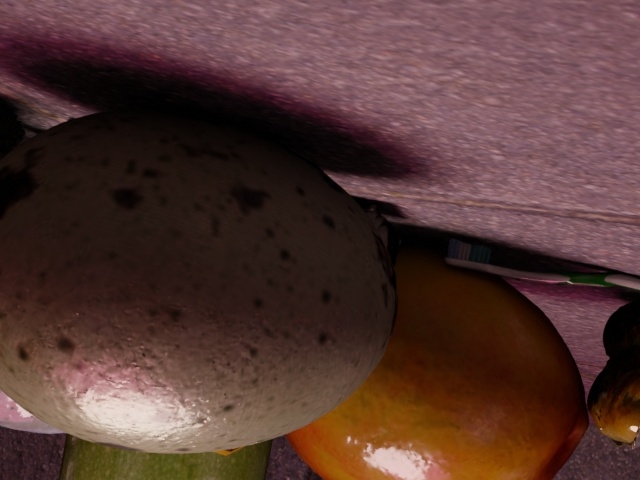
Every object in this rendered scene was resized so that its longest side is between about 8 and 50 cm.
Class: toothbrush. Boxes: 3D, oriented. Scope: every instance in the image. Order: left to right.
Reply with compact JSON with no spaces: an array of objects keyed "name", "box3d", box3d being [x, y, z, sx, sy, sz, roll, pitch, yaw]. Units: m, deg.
[{"name":"toothbrush","box3d":[0.275,0.042,1.695,0.304,0.030,0.030,12,171,1]}]

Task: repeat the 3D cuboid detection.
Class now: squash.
[{"name":"squash","box3d":[-0.179,0.187,2.159,0.263,0.384,0.263,10,171,2]}]

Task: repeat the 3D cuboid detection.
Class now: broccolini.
[{"name":"broccolini","box3d":[-0.349,-0.115,1.666,0.058,0.071,0.254,-28,-165,-20]}]

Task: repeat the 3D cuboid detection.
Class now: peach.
[{"name":"peach","box3d":[0.119,0.152,1.775,0.332,0.307,0.308,21,172,7]}]

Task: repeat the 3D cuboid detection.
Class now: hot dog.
[{"name":"hot dog","box3d":[0.333,0.136,1.737,0.082,0.162,0.270,28,179,-2]}]

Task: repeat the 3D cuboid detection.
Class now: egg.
[{"name":"egg","box3d":[-0.119,0.034,1.411,0.379,0.287,0.287,0,176,-19]}]

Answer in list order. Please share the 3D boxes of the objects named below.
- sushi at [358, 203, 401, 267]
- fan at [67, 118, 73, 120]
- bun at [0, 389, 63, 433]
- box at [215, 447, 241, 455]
[{"name":"sushi","box3d":[0.000,0.000,1.654,0.150,0.090,0.078,9,175,13]},{"name":"fan","box3d":[-0.178,-0.093,1.592,0.133,0.005,0.085,17,171,-29]},{"name":"bun","box3d":[-0.319,0.052,1.892,0.362,0.211,0.362,8,-148,-5]},{"name":"box","box3d":[-0.160,0.061,1.684,0.084,0.301,0.193,-33,161,7]}]
